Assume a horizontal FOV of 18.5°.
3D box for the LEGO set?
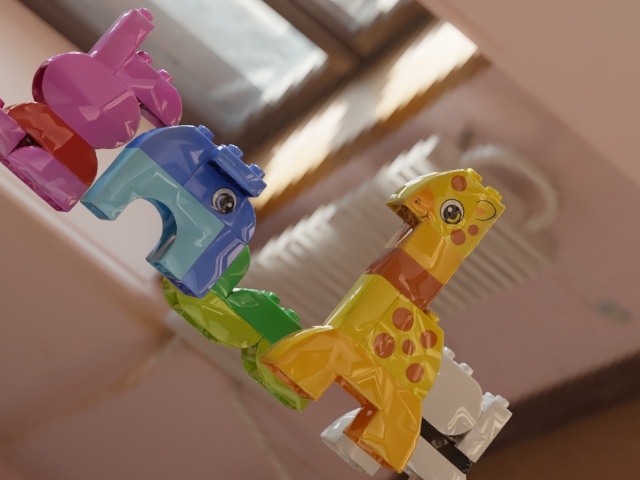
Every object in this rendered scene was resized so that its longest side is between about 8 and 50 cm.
[{"bbox_3d":[0.000,0.000,0.663,0.093,0.227,0.087,-51,16,-11],"label":"LEGO set"}]
